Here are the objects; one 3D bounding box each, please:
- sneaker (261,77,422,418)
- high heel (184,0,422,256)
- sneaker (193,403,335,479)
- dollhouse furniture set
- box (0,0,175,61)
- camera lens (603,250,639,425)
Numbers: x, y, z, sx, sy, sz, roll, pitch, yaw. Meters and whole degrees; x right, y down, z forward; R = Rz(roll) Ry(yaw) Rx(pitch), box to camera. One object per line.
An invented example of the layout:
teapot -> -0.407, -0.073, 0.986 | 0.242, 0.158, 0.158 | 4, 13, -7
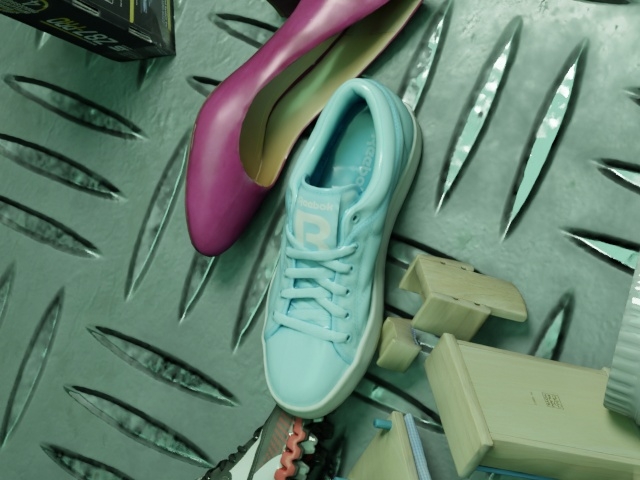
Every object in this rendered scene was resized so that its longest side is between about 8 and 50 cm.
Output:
sneaker -> 0.000, 0.000, 1.011 | 0.135, 0.150, 0.365 | 9, 79, 25
high heel -> -0.021, -0.145, 1.058 | 0.181, 0.127, 0.377 | 18, 91, 30
sneaker -> -0.078, 0.269, 1.085 | 0.135, 0.098, 0.276 | 24, 97, 16
dollhouse furniture set -> 0.150, 0.232, 1.015 | 0.198, 0.286, 0.303 | 14, 125, -21
box -> -0.268, -0.423, 1.059 | 0.097, 0.318, 0.394 | -4, 88, 18
camera lens -> 0.412, 0.092, 0.857 | 0.274, 0.219, 0.219 | 14, 93, 19
